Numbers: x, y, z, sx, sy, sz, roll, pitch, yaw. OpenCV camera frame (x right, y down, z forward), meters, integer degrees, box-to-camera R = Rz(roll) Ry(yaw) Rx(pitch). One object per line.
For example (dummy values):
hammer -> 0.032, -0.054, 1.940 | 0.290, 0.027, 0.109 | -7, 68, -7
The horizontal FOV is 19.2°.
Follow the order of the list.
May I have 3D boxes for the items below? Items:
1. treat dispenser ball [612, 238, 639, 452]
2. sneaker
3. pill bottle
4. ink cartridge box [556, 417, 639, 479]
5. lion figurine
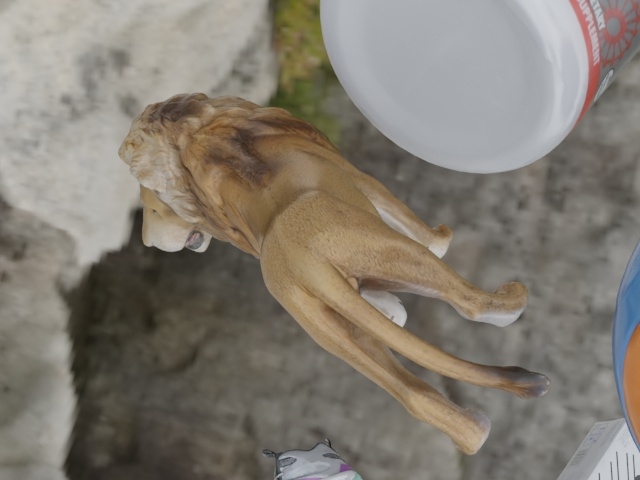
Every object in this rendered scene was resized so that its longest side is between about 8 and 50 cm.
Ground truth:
treat dispenser ball -> 0.332, 0.069, 1.216 | 0.288, 0.288, 0.288 | -9, 104, -39
sneaker -> -0.026, 0.169, 1.267 | 0.098, 0.069, 0.038 | -31, 150, -12
pill bottle -> 0.174, -0.227, 1.429 | 0.363, 0.210, 0.210 | -47, 126, -41
ink cartridge box -> 0.253, 0.267, 1.770 | 0.207, 0.046, 0.097 | -47, 111, -41
lion figurine -> 0.000, 0.000, 1.312 | 0.240, 0.392, 0.142 | 34, 88, -21
